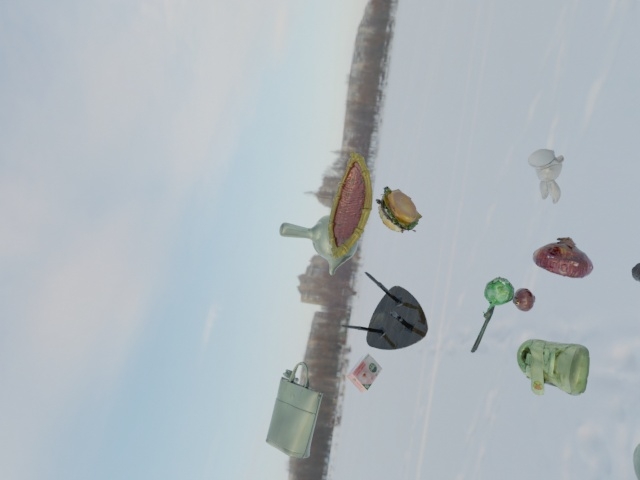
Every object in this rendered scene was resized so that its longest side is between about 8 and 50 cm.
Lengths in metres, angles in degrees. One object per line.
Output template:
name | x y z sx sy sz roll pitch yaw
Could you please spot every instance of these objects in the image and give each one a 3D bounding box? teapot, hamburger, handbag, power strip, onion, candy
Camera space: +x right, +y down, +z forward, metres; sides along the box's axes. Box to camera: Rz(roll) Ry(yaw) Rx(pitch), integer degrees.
teapot | 0.005 -0.028 1.931 0.149 0.318 0.220 -38 18 40
hamburger | 0.275 -0.107 1.698 0.093 0.164 0.190 -41 66 41
handbag | -0.083 0.602 1.695 0.241 0.109 0.315 -2 68 51
power strip | -0.137 0.640 2.210 0.055 0.083 0.035 -45 -18 -37
onion | 1.017 0.066 1.951 0.230 0.230 0.163 -53 -17 -80
candy | 0.585 0.272 1.644 0.097 0.097 0.324 -72 -5 -63

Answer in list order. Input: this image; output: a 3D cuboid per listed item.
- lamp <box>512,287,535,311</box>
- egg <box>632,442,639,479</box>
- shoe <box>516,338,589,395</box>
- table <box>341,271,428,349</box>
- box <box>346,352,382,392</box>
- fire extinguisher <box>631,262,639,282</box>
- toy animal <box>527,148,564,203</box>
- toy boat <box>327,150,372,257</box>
lamp | 0.860 0.251 1.979 0.101 0.090 0.101 -5 -90 -89
egg | 1.265 0.843 1.614 0.352 0.258 0.259 -117 27 -55
shoe | 0.629 0.345 1.275 0.262 0.128 0.140 34 -128 -86
table | 0.280 0.313 2.032 0.249 0.317 0.317 34 -125 -40
box | 0.170 0.508 1.801 0.125 0.089 0.043 -43 -1 -40
fire extinguisher | 1.117 0.153 1.501 0.268 0.089 0.072 -111 31 -66
toy animal | 0.932 -0.266 1.899 0.131 0.103 0.221 -45 -55 -9
toy boat | 0.088 -0.098 1.384 0.099 0.141 0.318 19 -101 -51
